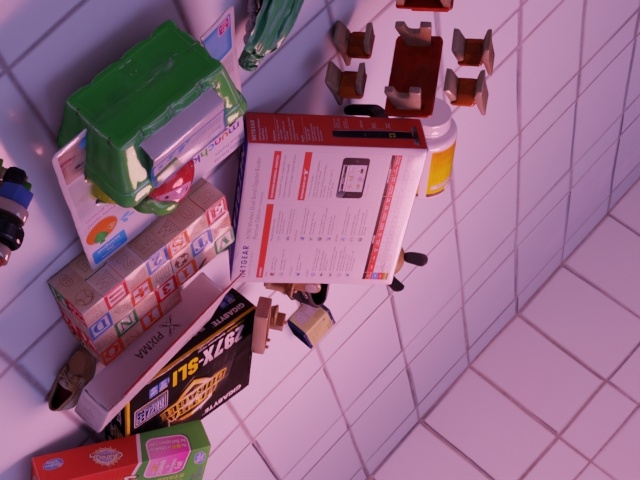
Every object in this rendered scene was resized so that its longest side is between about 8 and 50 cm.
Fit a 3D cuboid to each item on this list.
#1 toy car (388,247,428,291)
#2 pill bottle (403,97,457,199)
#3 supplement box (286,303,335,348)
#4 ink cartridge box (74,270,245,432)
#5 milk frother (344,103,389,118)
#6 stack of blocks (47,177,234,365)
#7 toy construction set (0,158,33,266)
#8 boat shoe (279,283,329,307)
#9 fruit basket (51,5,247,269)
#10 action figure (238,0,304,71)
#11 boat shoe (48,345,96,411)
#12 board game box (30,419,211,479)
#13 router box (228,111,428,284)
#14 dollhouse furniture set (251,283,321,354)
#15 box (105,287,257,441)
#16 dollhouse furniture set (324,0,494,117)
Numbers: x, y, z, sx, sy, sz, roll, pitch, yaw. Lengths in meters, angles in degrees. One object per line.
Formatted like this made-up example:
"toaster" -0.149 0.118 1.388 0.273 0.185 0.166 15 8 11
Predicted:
"toy car" 0.124 0.023 2.331 0.155 0.188 0.149 -47 155 -10
"pill bottle" 0.218 -0.191 2.291 0.117 0.117 0.215 -39 153 -26
"supplement box" -0.020 0.180 2.455 0.083 0.056 0.083 -46 155 -12
"ink cartridge box" -0.270 0.168 1.852 0.296 0.066 0.261 -47 178 -30
"milk frother" 0.062 -0.169 2.029 0.143 0.134 0.129 -42 123 -26
"stack of blocks" -0.277 0.042 1.788 0.297 0.087 0.171 -42 154 -21
"toy construction set" -0.494 0.017 1.280 0.237 0.257 0.309 24 86 -21
"boat shoe" -0.003 0.002 2.175 0.127 0.113 0.340 -26 145 -43
"fruit basket" -0.220 -0.125 1.576 0.327 0.165 0.353 -43 157 -20
"action figure" -0.067 -0.356 1.643 0.137 0.063 0.232 -8 127 -59
"boat shoe" -0.415 0.234 1.856 0.045 0.050 0.135 -21 142 -57
"board game box" -0.376 0.459 2.066 0.316 0.064 0.242 -10 139 -25
"router box" 0.004 -0.065 1.930 0.301 0.082 0.335 2 136 -11
"dollhouse furniture set" -0.053 0.124 2.121 0.144 0.123 0.151 98 3 -48
"box" -0.266 0.266 2.125 0.322 0.079 0.257 -34 148 -34
"dollhouse furniture set" 0.166 -0.327 1.887 0.135 0.262 0.259 54 45 -67
